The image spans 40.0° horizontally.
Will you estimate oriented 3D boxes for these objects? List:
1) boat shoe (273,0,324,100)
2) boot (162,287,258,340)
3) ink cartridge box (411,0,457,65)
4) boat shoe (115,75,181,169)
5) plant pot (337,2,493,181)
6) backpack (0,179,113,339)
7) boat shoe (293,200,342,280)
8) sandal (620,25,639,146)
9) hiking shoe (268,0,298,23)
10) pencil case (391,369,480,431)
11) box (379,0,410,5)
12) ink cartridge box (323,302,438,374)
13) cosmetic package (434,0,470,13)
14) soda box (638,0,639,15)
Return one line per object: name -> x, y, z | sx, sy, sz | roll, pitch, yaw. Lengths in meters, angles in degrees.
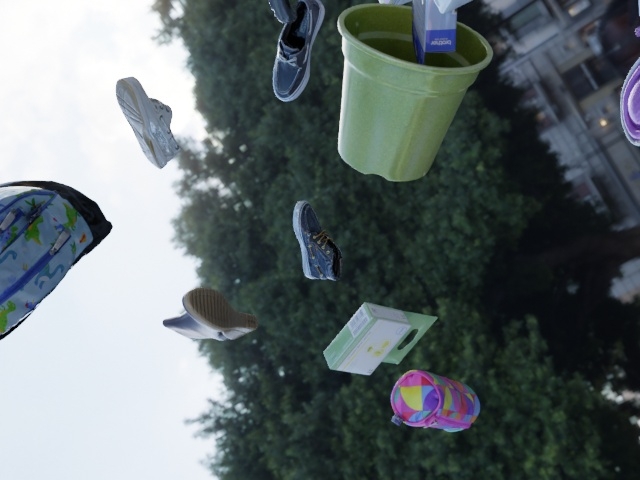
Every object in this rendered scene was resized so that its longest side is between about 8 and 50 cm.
boat shoe -> -0.074, -0.527, 2.437 | 0.108, 0.301, 0.102 | 29, -155, 14
boot -> -0.289, 0.183, 2.023 | 0.248, 0.207, 0.090 | 32, -126, -51
ink cartridge box -> 0.192, -0.448, 1.479 | 0.186, 0.065, 0.311 | -93, 3, -58
boat shoe -> -0.386, -0.284, 2.011 | 0.098, 0.096, 0.277 | 40, 159, 28
plant pot -> 0.142, -0.258, 1.595 | 0.276, 0.254, 0.276 | 9, -145, -6
backpack -> -0.569, 0.044, 1.477 | 0.273, 0.290, 0.355 | 59, -142, -41
boat shoe -> 0.000, 0.000, 1.906 | 0.065, 0.083, 0.183 | -36, -58, -46
sandal -> 0.468, -0.255, 1.156 | 0.416, 0.102, 0.169 | 93, 168, -58
hiking shoe -> -0.029, -0.478, 1.501 | 0.086, 0.114, 0.227 | -71, -12, -60
pencil case -> 0.209, 0.294, 1.576 | 0.236, 0.104, 0.104 | 23, -139, -60
box -> 0.240, -0.750, 2.285 | 0.213, 0.243, 0.117 | 66, 167, 2
ink cartridge box -> 0.146, 0.229, 1.975 | 0.235, 0.171, 0.056 | 15, -147, -36
cosmetic package -> 0.188, -0.382, 0.995 | 0.151, 0.151, 0.184 | 62, 170, 2
soda box -> 0.484, -0.399, 1.210 | 0.074, 0.069, 0.216 | 40, 166, 40
